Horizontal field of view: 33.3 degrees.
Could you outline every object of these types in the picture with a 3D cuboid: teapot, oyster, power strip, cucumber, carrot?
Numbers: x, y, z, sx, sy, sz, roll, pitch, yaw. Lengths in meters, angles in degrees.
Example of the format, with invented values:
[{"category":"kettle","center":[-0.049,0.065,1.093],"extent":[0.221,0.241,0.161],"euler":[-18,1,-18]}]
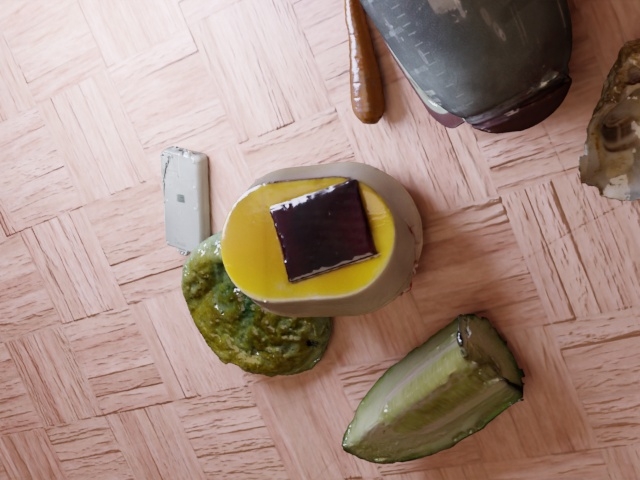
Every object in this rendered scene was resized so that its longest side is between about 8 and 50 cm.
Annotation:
[{"category":"teapot","center":[0.169,-0.275,1.341],"extent":[0.312,0.233,0.315],"euler":[62,158,-10]},{"category":"oyster","center":[0.398,-0.147,1.310],"extent":[0.162,0.107,0.232],"euler":[6,132,26]},{"category":"power strip","center":[-0.226,-0.066,1.793],"extent":[0.081,0.035,0.192],"euler":[15,117,30]},{"category":"cucumber","center":[0.164,0.237,1.623],"extent":[0.145,0.105,0.325],"euler":[33,130,-15]},{"category":"carrot","center":[0.056,-0.269,1.513],"extent":[0.048,0.048,0.216],"euler":[-1,105,34]}]

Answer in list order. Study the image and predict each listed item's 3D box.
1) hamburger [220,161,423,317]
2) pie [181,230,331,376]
[{"category":"hamburger","center":[0.000,0.000,1.575],"extent":[0.295,0.151,0.227],"euler":[-2,90,21]},{"category":"pie","center":[-0.107,0.105,1.754],"extent":[0.277,0.078,0.277],"euler":[12,115,26]}]
